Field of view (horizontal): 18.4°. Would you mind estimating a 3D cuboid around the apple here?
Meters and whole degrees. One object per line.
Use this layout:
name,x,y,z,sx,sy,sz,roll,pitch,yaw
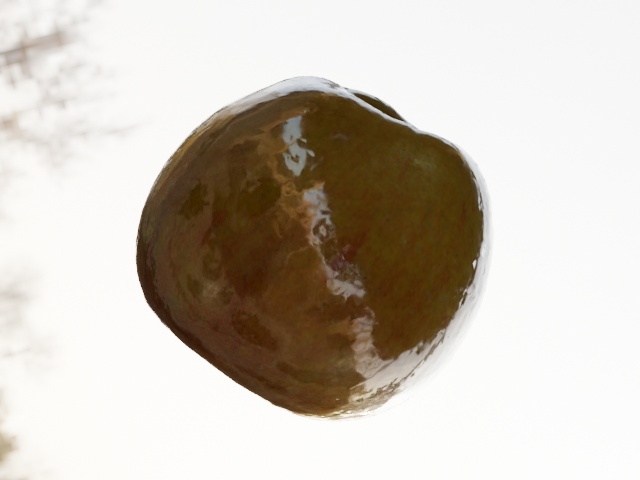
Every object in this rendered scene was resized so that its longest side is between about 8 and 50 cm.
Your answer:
apple,0.000,0.000,0.962,0.182,0.155,0.182,37,0,0
